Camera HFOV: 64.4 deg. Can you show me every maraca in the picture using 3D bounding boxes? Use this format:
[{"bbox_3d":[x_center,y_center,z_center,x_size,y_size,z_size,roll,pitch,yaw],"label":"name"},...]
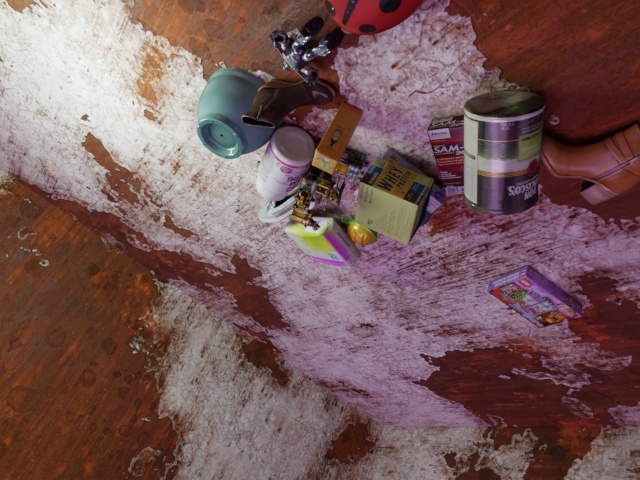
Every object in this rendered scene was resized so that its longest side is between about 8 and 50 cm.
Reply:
[{"bbox_3d":[0.152,-0.038,2.036,0.185,0.099,0.127,15,149,50],"label":"maraca"}]

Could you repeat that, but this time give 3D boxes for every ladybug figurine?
[{"bbox_3d":[0.127,-0.640,1.145,0.305,0.162,0.449,26,147,0],"label":"ladybug figurine"}]

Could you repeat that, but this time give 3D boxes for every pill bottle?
[{"bbox_3d":[-0.136,-0.269,1.844,0.160,0.160,0.283,30,148,-6],"label":"pill bottle"}]

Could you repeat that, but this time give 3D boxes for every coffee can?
[{"bbox_3d":[0.487,-0.236,1.369,0.201,0.201,0.276,7,126,26],"label":"coffee can"}]

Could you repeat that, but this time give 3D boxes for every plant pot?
[{"bbox_3d":[-0.301,-0.404,1.735,0.292,0.196,0.293,18,147,12],"label":"plant pot"}]

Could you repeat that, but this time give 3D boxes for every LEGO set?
[{"bbox_3d":[0.044,-0.178,1.742,0.192,0.331,0.255,22,127,2],"label":"LEGO set"}]

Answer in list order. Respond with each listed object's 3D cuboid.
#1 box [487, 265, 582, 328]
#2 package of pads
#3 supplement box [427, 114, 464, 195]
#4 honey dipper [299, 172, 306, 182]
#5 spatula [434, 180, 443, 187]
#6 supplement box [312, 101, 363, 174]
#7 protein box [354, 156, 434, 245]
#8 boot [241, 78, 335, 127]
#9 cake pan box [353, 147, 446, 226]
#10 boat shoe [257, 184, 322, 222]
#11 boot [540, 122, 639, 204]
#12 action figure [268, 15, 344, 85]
[{"bbox_3d":[0.830,0.225,1.977,0.293,0.057,0.201,33,146,-12],"label":"box"},{"bbox_3d":[0.000,0.000,2.121,0.296,0.101,0.229,8,146,53],"label":"package of pads"},{"bbox_3d":[0.420,-0.255,1.539,0.130,0.073,0.240,-2,130,34],"label":"supplement box"},{"bbox_3d":[-0.104,-0.227,2.005,0.030,0.031,0.160,38,148,-19],"label":"honey dipper"},{"bbox_3d":[0.426,-0.186,1.695,0.296,0.030,0.084,-5,123,43],"label":"spatula"},{"bbox_3d":[0.053,-0.319,1.577,0.078,0.234,0.080,27,147,-1],"label":"supplement box"},{"bbox_3d":[0.237,-0.127,1.663,0.201,0.136,0.200,25,145,17],"label":"protein box"},{"bbox_3d":[-0.097,-0.412,1.573,0.248,0.207,0.090,13,145,19],"label":"boot"},{"bbox_3d":[0.276,-0.159,1.773,0.266,0.070,0.246,39,148,-2],"label":"cake pan box"},{"bbox_3d":[-0.140,-0.157,2.054,0.320,0.118,0.103,-13,125,39],"label":"boat shoe"},{"bbox_3d":[0.741,-0.235,1.358,0.283,0.109,0.220,41,138,-4],"label":"boot"},{"bbox_3d":[-0.054,-0.535,1.439,0.185,0.099,0.285,35,165,-20],"label":"action figure"}]
